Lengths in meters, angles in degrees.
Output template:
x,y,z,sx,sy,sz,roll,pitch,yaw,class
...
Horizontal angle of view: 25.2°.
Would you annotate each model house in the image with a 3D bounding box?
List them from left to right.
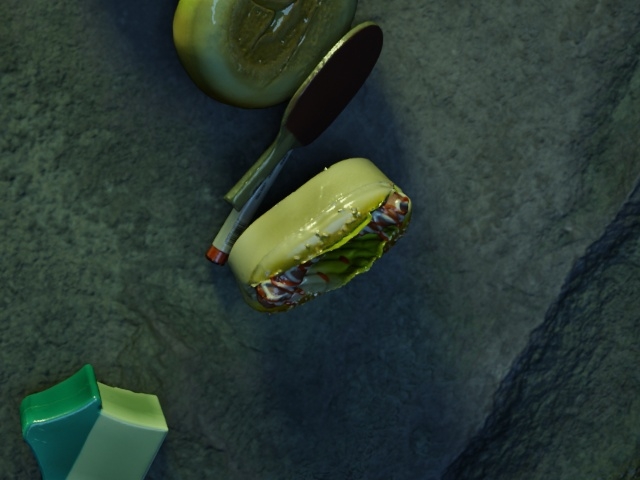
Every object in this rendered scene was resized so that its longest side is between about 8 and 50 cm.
x,y,z,sx,sy,sz,roll,pitch,yaw,class
-0.261,0.214,1.573,0.149,0.100,0.127,25,99,-22,model house

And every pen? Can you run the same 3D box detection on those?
x,y,z,sx,sy,sz,roll,pitch,yaw,class
-0.063,-0.069,1.577,0.026,0.026,0.218,28,98,-20,pen

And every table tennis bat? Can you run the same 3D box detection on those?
x,y,z,sx,sy,sz,roll,pitch,yaw,class
-0.017,-0.132,1.513,0.022,0.138,0.246,39,86,16,table tennis bat

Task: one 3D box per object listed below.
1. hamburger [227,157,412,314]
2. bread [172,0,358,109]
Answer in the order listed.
x,y,z,sx,sy,sz,roll,pitch,yaw,class
0.000,0.000,1.539,0.210,0.173,0.116,-36,87,-2,hamburger
-0.059,-0.241,1.478,0.213,0.105,0.213,-13,117,-26,bread
